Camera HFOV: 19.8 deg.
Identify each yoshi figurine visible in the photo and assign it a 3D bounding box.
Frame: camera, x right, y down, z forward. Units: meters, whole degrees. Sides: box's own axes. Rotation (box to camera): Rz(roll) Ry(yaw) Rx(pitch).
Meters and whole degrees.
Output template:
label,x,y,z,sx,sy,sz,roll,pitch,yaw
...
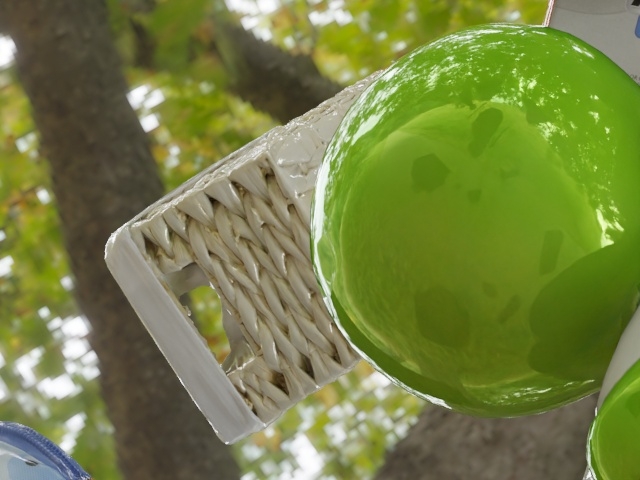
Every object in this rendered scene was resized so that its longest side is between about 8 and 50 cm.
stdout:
label,x,y,z,sx,sy,sz,roll,pitch,yaw
yoshi figurine,0.117,-0.063,0.563,0.203,0.362,0.203,-10,-55,41

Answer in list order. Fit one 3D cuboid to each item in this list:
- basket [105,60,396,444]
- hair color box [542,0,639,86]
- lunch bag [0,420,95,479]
label,x,y,z,sx,sy,sz,roll,pitch,yaw
basket,0.000,0.000,0.853,0.103,0.167,0.113,-30,-85,34
hair color box,0.158,-0.149,0.808,0.093,0.053,0.167,11,-65,3
lunch bag,-0.132,0.238,0.766,0.303,0.115,0.243,50,-56,18
